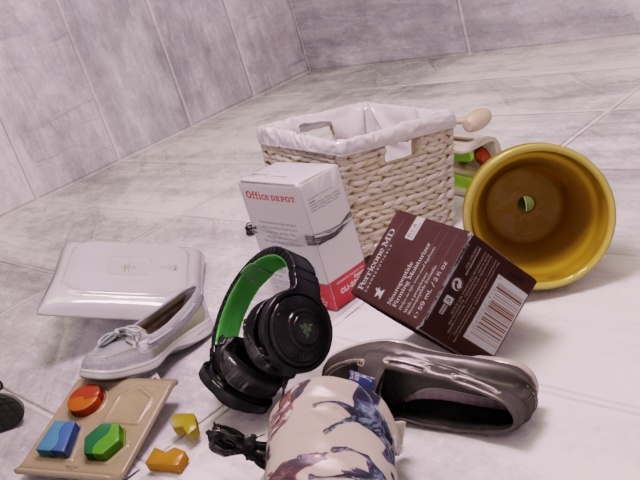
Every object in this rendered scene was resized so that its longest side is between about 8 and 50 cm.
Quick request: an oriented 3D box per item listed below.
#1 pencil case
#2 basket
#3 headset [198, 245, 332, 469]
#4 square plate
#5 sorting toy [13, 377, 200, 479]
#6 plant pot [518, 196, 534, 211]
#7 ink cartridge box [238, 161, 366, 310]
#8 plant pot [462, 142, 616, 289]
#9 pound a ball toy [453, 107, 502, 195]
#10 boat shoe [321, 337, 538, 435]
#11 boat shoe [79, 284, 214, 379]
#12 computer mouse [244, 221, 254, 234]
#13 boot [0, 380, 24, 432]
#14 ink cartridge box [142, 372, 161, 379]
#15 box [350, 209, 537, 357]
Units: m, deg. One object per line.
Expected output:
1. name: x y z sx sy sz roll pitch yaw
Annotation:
1. pencil case: 0.023 0.315 0.898 0.183 0.160 0.410 -5 22 2
2. basket: 0.083 -0.149 1.772 0.328 0.266 0.331 -19 24 -32
3. headset: -0.107 0.172 1.235 0.243 0.185 0.394 -45 37 30
4. square plate: -0.435 0.078 1.800 0.344 0.049 0.347 3 23 -9
5. sorting toy: -0.332 0.302 1.312 0.307 0.041 0.229 -4 34 24
6. plant pot: 0.443 -0.082 1.688 0.079 0.083 0.083 -11 18 -23
7. ink cartridge box: -0.032 -0.015 1.598 0.114 0.273 0.197 -33 27 -34
8. plant pot: 0.386 -0.056 1.454 0.254 0.254 0.239 -13 7 10
9. pound a ball toy: 0.334 -0.237 1.956 0.136 0.208 0.319 -27 23 -24
10. boat shoe: 0.138 0.212 1.134 0.335 0.112 0.095 -1 22 28
11. boat shoe: -0.330 0.178 1.513 0.118 0.103 0.320 -3 13 37
12. computer mouse: -0.119 -0.028 2.020 0.106 0.042 0.193 -19 15 -17
13. boot: -0.668 0.311 1.555 0.246 0.083 0.161 -11 16 12
14. ink cartridge box: -0.336 0.284 1.426 0.115 0.029 0.063 -24 26 -18
15. box: 0.194 0.075 1.270 0.168 0.167 0.203 -60 30 -3
